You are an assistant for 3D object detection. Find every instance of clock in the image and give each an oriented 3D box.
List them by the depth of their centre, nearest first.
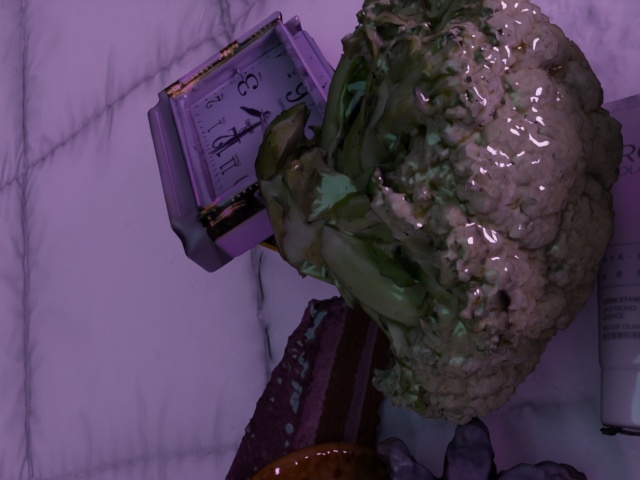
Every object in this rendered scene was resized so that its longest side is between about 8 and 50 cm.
[{"bbox_3d":[-0.057,-0.097,0.662,0.186,0.083,0.253,-32,43,9],"label":"clock"}]

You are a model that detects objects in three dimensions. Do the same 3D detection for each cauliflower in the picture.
[{"bbox_3d":[0.063,-0.032,0.472,0.250,0.272,0.275,3,67,18],"label":"cauliflower"}]

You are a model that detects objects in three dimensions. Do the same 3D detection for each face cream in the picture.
[{"bbox_3d":[0.224,0.010,0.479,0.092,0.058,0.243,-7,71,45],"label":"face cream"}]

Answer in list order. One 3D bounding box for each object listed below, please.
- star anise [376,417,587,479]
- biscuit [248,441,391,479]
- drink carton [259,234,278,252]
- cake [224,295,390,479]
[{"bbox_3d":[0.107,0.205,0.461,0.262,0.230,0.081,7,126,17],"label":"star anise"},{"bbox_3d":[0.004,0.248,0.553,0.027,0.188,0.188,-163,86,-74],"label":"biscuit"},{"bbox_3d":[0.000,0.000,0.665,0.166,0.071,0.056,19,92,43],"label":"drink carton"},{"bbox_3d":[-0.004,0.184,0.607,0.113,0.116,0.295,27,103,39],"label":"cake"}]
